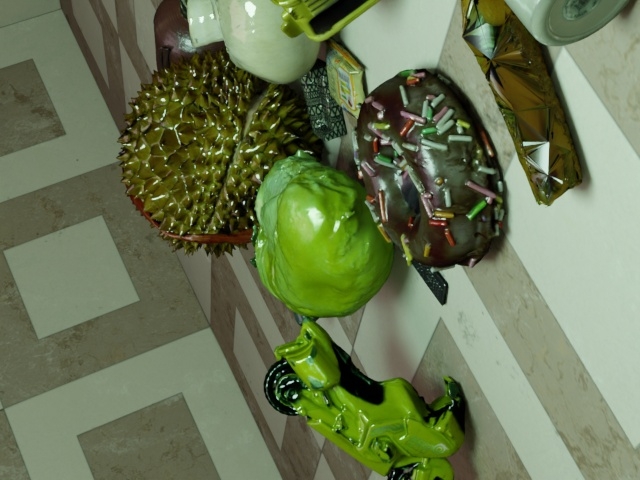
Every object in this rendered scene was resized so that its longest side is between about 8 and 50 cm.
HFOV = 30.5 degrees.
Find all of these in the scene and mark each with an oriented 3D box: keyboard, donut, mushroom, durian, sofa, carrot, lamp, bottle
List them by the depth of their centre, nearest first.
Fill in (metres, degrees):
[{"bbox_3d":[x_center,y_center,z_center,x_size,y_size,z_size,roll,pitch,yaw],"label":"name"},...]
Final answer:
[{"bbox_3d":[0.172,-0.283,1.031,0.233,0.110,0.110,59,162,30],"label":"bottle"},{"bbox_3d":[0.205,-0.148,1.188,0.228,0.069,0.069,68,164,-3],"label":"carrot"},{"bbox_3d":[0.127,-0.083,1.463,0.270,0.103,0.269,161,90,-74],"label":"donut"},{"bbox_3d":[-0.097,-0.333,1.666,0.246,0.202,0.246,-16,-90,-84],"label":"mushroom"},{"bbox_3d":[0.143,0.026,1.715,0.155,0.010,0.053,57,159,36],"label":"keyboard"},{"bbox_3d":[0.000,0.000,1.773,0.255,0.204,0.340,59,172,-15],"label":"durian"},{"bbox_3d":[0.002,-0.217,1.816,0.060,0.039,0.118,38,146,60],"label":"sofa"},{"bbox_3d":[-0.172,-0.146,1.976,0.384,0.348,0.347,-58,45,26],"label":"durian"},{"bbox_3d":[-0.221,-0.354,2.122,0.180,0.180,0.258,62,165,22],"label":"lamp"}]

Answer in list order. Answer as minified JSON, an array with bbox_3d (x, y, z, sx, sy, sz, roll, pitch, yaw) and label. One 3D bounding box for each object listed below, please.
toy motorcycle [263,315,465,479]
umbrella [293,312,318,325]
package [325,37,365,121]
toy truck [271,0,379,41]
[{"bbox_3d":[0.084,0.251,1.771,0.342,0.206,0.142,38,179,-3],"label":"toy motorcycle"},{"bbox_3d":[-0.075,-0.007,2.212,0.094,0.143,0.348,-22,90,38],"label":"umbrella"},{"bbox_3d":[0.038,-0.227,1.701,0.108,0.031,0.120,52,159,44],"label":"package"},{"bbox_3d":[-0.058,-0.429,1.439,0.405,0.181,0.254,58,-169,28],"label":"toy truck"}]
